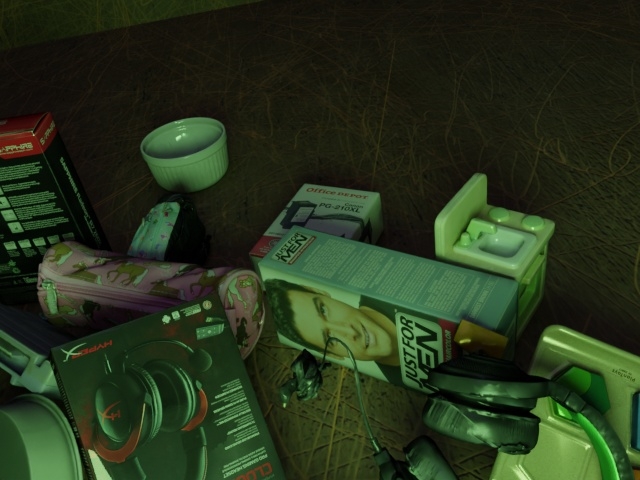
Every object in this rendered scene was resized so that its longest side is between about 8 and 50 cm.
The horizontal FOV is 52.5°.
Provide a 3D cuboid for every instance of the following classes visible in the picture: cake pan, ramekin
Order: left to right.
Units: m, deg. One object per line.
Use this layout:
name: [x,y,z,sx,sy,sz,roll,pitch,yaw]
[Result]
cake pan: [-0.393,0.333,0.781,0.293,0.054,0.293,-13,68,36]
ramekin: [-0.320,-0.204,1.578,0.207,0.109,0.207,-7,37,5]

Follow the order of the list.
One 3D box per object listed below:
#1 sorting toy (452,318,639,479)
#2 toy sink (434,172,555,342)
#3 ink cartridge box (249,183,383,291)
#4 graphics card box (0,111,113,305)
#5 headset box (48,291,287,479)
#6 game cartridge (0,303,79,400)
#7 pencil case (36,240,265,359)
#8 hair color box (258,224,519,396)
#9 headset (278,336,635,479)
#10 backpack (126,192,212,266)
sorting toy: [0.285,0.221,0.762,0.307,0.041,0.229,22,81,10]
toy sink: [0.275,0.036,1.016,0.131,0.234,0.153,17,44,32]
ink cartridge box: [0.000,0.000,1.239,0.172,0.100,0.237,9,41,23]
graphics card box: [-0.551,-0.047,1.208,0.233,0.371,0.094,-8,37,4]
headset box: [-0.190,0.242,0.827,0.218,0.293,0.110,-17,-8,-27]
game cartridge: [-0.443,0.175,1.024,0.355,0.230,0.068,19,76,33]
pencil case: [-0.280,0.096,1.070,0.386,0.160,0.167,7,40,21]
hair color box: [0.100,0.115,0.993,0.374,0.185,0.113,15,44,30]
headset: [0.143,0.227,0.681,0.394,0.185,0.243,30,86,6]
backpack: [-0.299,0.015,1.273,0.115,0.152,0.182,-2,50,20]
